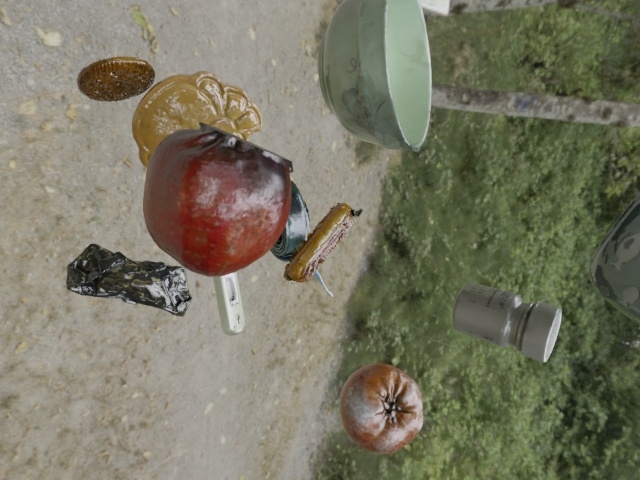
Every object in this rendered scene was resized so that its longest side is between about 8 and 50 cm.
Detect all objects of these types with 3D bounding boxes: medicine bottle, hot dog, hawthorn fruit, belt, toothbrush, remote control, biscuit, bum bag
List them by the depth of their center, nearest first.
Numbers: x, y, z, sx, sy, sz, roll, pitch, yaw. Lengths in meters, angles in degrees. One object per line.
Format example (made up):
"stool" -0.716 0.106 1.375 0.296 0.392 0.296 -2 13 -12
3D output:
"hawthorn fruit" -0.156 -0.047 0.640 0.249 0.215 0.215 -66 174 35
"hot dog" 0.000 0.000 0.770 0.188 0.055 0.072 -50 163 -9
"medicine bottle" 0.341 0.147 0.789 0.105 0.168 0.105 -22 119 -46
"bum bag" -0.386 0.081 0.882 0.069 0.248 0.102 -40 -142 46
"biscuit" -0.512 -0.402 1.076 0.027 0.188 0.188 70 18 3
"biscuit" -0.319 -0.293 1.163 0.312 0.351 0.057 -56 -145 22
"toothbrush" -0.012 0.093 1.170 0.162 0.014 0.017 54 12 -13
"hawthorn fruit" 0.172 0.460 1.194 0.263 0.235 0.231 11 99 -75
"remote control" -0.265 0.168 1.245 0.078 0.042 0.221 -11 91 -60
"belt" -0.126 -0.061 1.382 0.116 0.206 0.267 -14 82 -31

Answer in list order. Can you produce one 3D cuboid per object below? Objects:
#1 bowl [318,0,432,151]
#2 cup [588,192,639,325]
"bowl" 0.104 -0.322 0.808 0.307 0.163 0.307 -13 105 -61
"cup" 0.545 0.008 0.530 0.259 0.274 0.356 -32 142 -22
